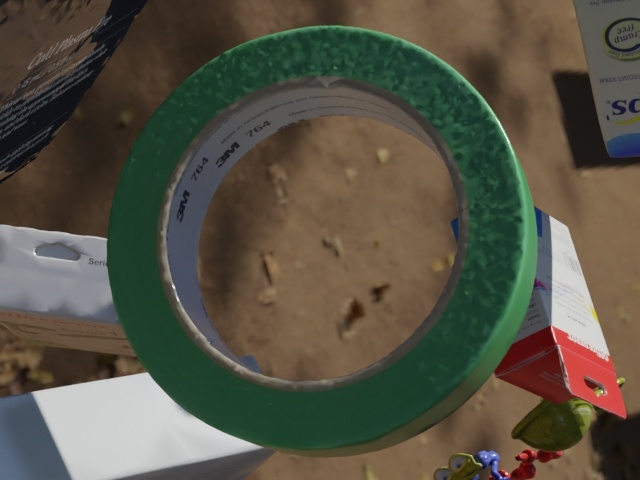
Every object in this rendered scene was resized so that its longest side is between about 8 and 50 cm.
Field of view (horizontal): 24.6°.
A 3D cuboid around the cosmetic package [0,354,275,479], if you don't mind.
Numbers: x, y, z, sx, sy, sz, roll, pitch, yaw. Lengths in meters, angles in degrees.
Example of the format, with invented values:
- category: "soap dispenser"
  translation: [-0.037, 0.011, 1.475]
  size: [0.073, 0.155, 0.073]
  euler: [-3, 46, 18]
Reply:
- category: "cosmetic package"
  translation: [-0.259, 0.225, 1.284]
  size: [0.377, 0.284, 0.097]
  euler: [-6, 62, -34]

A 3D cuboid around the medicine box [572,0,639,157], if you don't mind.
- category: "medicine box"
  translation: [0.331, -0.274, 1.418]
  size: [0.263, 0.149, 0.289]
  euler: [-74, 151, -47]

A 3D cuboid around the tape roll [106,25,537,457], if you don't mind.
- category: "tape roll"
  translation: [0.000, 0.000, 1.111]
  size: [0.077, 0.321, 0.321]
  euler: [40, 43, -71]

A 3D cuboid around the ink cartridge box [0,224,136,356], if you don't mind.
- category: "ink cartridge box"
  translation: [-0.270, 0.060, 1.608]
  size: [0.219, 0.160, 0.093]
  euler: [75, 22, -76]

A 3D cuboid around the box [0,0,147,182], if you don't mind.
- category: "box"
  translation: [-0.186, -0.149, 0.640]
  size: [0.179, 0.312, 0.343]
  euler: [40, 26, -2]

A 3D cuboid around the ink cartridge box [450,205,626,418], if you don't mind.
- category: "ink cartridge box"
  translation: [0.224, 0.079, 1.501]
  size: [0.134, 0.078, 0.231]
  euler: [26, 43, -48]

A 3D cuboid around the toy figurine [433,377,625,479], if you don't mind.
- category: "toy figurine"
  translation: [0.282, 0.358, 1.874]
  size: [0.191, 0.362, 0.217]
  euler: [8, 46, -46]
